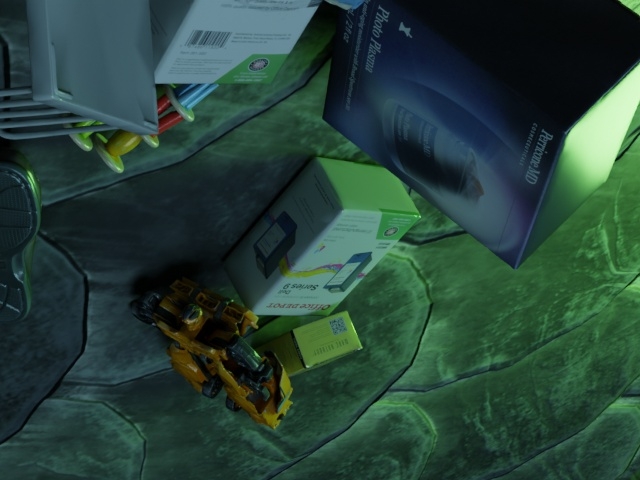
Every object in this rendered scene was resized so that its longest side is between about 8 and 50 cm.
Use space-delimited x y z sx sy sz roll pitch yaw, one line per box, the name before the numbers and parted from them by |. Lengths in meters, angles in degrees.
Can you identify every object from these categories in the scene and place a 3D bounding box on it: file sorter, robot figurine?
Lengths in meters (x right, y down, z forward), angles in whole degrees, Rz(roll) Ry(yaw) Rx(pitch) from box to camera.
file sorter | -0.267 -0.194 1.559 0.173 0.193 0.277 -5 176 12
robot figurine | -0.132 0.143 2.336 0.085 0.211 0.291 -57 157 -19

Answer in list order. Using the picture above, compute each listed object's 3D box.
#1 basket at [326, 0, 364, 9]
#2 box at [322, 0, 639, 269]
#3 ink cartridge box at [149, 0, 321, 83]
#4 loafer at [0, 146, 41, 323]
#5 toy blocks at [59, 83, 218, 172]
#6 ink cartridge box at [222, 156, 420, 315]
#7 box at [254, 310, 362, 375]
basket | 0.047 -0.370 1.611 0.201 0.255 0.289 15 146 -18
box | 0.173 -0.172 1.919 0.183 0.294 0.296 -45 163 -24
ink cartridge box | -0.082 -0.264 1.817 0.160 0.093 0.219 -3 141 -40
loafer | -0.355 -0.018 1.994 0.096 0.084 0.267 9 138 -4
toy blocks | -0.192 -0.147 1.941 0.148 0.054 0.123 -35 151 9
ink cartridge box | 0.000 0.000 2.307 0.154 0.093 0.212 5 138 -47
box | -0.023 0.150 2.458 0.087 0.058 0.232 -19 175 -18
